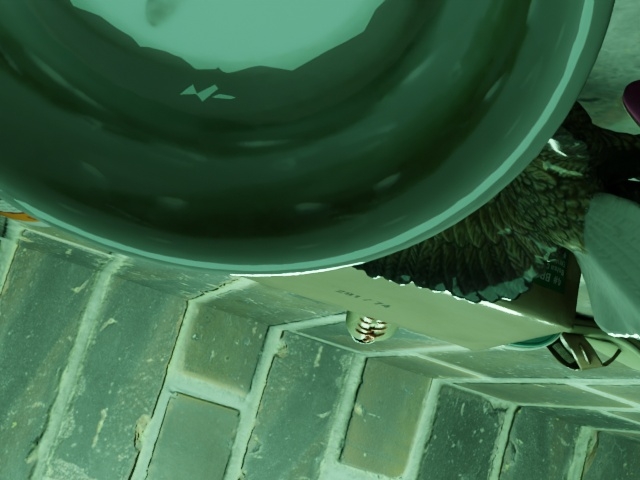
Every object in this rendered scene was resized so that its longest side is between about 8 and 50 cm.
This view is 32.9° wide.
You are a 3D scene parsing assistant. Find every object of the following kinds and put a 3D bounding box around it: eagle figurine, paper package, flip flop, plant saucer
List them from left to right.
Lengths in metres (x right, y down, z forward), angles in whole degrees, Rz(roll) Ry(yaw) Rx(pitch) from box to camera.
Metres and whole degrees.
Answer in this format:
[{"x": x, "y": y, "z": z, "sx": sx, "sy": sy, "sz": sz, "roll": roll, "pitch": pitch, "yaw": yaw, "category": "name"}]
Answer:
[{"x": -0.060, "y": -0.160, "z": 0.526, "sx": 0.400, "sy": 0.100, "sz": 0.400, "roll": 8, "pitch": 132, "yaw": 9, "category": "plant saucer"}, {"x": 0.076, "y": -0.017, "z": 1.107, "sx": 0.325, "sy": 0.168, "sz": 0.309, "roll": 19, "pitch": 168, "yaw": -7, "category": "paper package"}, {"x": 0.118, "y": -0.069, "z": 0.721, "sx": 0.298, "sy": 0.226, "sz": 0.225, "roll": 11, "pitch": -179, "yaw": 8, "category": "eagle figurine"}, {"x": 0.395, "y": 0.161, "z": 1.719, "sx": 0.277, "sy": 0.080, "sz": 0.112, "roll": 19, "pitch": 168, "yaw": -15, "category": "flip flop"}]

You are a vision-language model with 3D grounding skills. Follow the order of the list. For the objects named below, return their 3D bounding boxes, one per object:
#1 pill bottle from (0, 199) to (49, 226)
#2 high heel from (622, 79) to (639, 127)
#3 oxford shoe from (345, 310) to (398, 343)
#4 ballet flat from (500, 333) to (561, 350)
[{"x": -0.270, "y": -0.169, "z": 0.722, "sx": 0.224, "sy": 0.224, "sz": 0.392, "roll": 11, "pitch": 168, "yaw": 26, "category": "pill bottle"}, {"x": 0.333, "y": -0.083, "z": 0.728, "sx": 0.244, "sy": 0.082, "sz": 0.117, "roll": 27, "pitch": 142, "yaw": 12, "category": "high heel"}, {"x": 0.103, "y": 0.098, "z": 1.694, "sx": 0.123, "sy": 0.130, "sz": 0.348, "roll": 16, "pitch": 169, "yaw": 3, "category": "oxford shoe"}, {"x": 0.120, "y": 0.013, "z": 1.348, "sx": 0.400, "sy": 0.139, "sz": 0.139, "roll": 22, "pitch": 168, "yaw": -8, "category": "ballet flat"}]
